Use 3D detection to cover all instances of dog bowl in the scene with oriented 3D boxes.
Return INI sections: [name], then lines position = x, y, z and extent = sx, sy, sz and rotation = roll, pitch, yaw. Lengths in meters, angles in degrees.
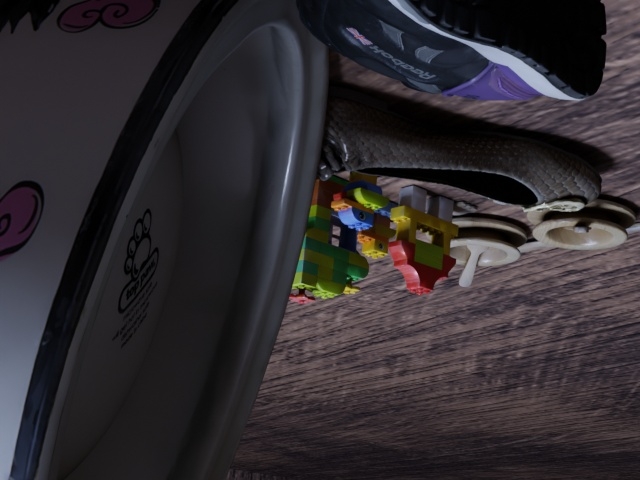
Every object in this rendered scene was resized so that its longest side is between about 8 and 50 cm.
[dog bowl]
position = -0.130, 0.030, 0.737
extent = 0.150, 0.408, 0.408
rotation = 17, 166, 11

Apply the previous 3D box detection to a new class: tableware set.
[tableware set]
position = 0.169, 0.001, 1.127
extent = 0.128, 0.039, 0.194
rotation = 20, 159, -40

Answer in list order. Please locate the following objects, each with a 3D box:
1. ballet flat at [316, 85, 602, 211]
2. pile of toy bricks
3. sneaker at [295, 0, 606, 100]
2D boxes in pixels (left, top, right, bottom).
[ballet flat]
position = 0.087, -0.050, 0.947
extent = 0.250, 0.058, 0.084
rotation = 14, 163, -26
[pile of toy bricks]
position = 0.000, 0.000, 1.062
extent = 0.212, 0.105, 0.118
rotation = 18, 160, -37
[sneaker]
position = 0.024, -0.124, 0.625
extent = 0.124, 0.107, 0.283
rotation = -4, 162, 32
